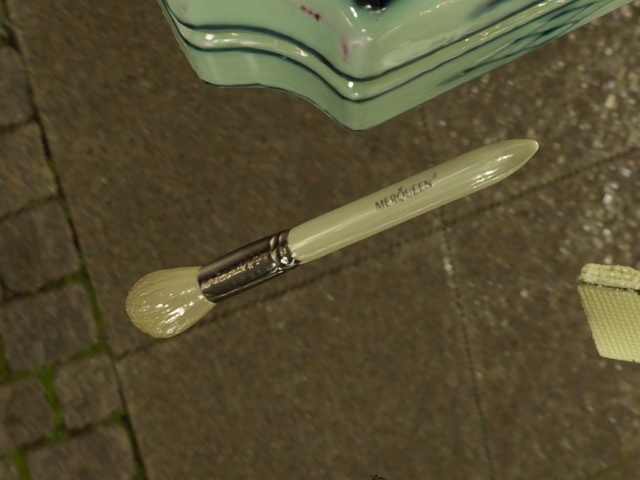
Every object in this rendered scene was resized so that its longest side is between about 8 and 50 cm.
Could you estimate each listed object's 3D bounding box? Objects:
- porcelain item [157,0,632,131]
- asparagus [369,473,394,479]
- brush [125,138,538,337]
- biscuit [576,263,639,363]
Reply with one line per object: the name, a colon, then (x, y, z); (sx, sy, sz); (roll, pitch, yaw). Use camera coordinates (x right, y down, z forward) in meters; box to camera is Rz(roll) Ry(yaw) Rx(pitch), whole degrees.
porcelain item: (0.031, -0.213, 0.628); (0.281, 0.157, 0.286); (-24, 79, -4)
asparagus: (0.088, 0.134, 0.691); (0.030, 0.165, 0.036); (-53, 136, -32)
brush: (0.000, 0.000, 0.913); (0.299, 0.039, 0.042); (-22, 106, 31)
biscuit: (0.348, 0.080, 1.491); (0.041, 0.199, 0.121); (-57, 140, -33)
